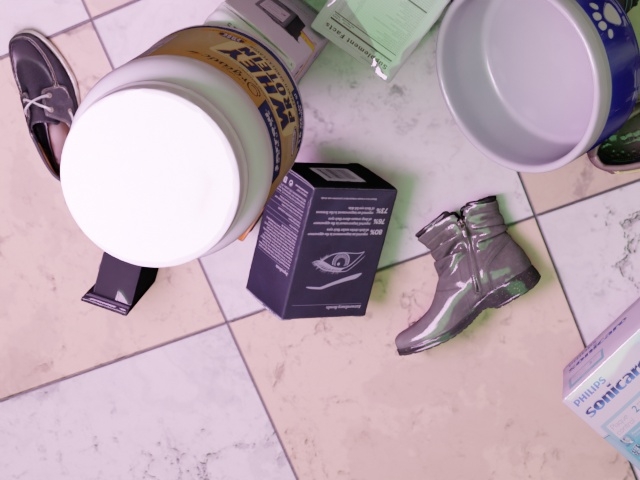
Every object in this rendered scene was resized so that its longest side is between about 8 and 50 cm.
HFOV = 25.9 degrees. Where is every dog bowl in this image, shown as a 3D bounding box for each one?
[{"bbox_3d":[0.284,-0.229,1.831,0.265,0.104,0.265,26,129,36],"label":"dog bowl"}]

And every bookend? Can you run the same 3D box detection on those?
[{"bbox_3d":[-0.278,0.006,2.044,0.072,0.157,0.156,18,110,3],"label":"bookend"}]

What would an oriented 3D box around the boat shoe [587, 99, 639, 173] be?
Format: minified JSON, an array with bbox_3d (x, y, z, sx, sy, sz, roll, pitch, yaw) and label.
[{"bbox_3d":[0.515,-0.172,1.881,0.324,0.097,0.117,-19,103,15],"label":"boat shoe"}]

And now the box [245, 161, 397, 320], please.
[{"bbox_3d":[0.000,0.000,1.983,0.153,0.108,0.207,1,114,-36],"label":"box"}]

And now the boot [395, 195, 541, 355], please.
[{"bbox_3d":[0.184,0.048,2.029,0.246,0.083,0.161,-33,92,12],"label":"boot"}]

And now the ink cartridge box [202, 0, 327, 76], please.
[{"bbox_3d":[-0.113,-0.216,1.865,0.131,0.306,0.226,38,110,-3],"label":"ink cartridge box"}]

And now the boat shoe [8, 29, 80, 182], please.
[{"bbox_3d":[-0.399,-0.196,2.044,0.084,0.079,0.233,-15,103,16],"label":"boat shoe"}]

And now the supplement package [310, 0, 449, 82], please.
[{"bbox_3d":[0.115,-0.356,1.872,0.139,0.134,0.244,36,109,-3],"label":"supplement package"}]

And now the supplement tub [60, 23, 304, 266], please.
[{"bbox_3d":[-0.151,-0.110,1.574,0.228,0.316,0.228,3,109,8],"label":"supplement tub"}]

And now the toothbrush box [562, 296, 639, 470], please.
[{"bbox_3d":[0.525,0.232,1.994,0.295,0.126,0.216,43,109,-4],"label":"toothbrush box"}]

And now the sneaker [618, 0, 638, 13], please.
[{"bbox_3d":[0.379,-0.305,1.860,0.101,0.106,0.267,49,140,37],"label":"sneaker"}]

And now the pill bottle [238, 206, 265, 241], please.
[{"bbox_3d":[-0.190,-0.099,2.009,0.245,0.130,0.130,34,110,-2],"label":"pill bottle"}]
